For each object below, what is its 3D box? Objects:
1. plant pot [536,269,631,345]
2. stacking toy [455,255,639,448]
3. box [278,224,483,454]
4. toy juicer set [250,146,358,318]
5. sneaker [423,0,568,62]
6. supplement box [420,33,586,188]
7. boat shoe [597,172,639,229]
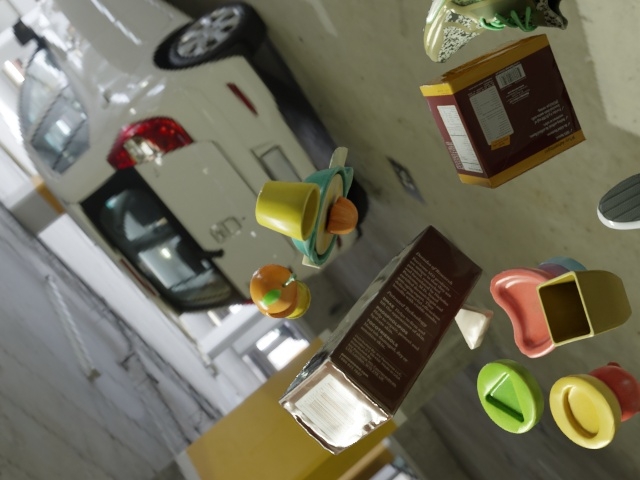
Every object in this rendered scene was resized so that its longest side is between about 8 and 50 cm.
[{"bbox_3d":[0.336,0.079,0.992,0.081,0.083,0.081,138,121,-65],"label":"plant pot"},{"bbox_3d":[0.389,0.186,1.360,0.279,0.130,0.308,-24,85,57],"label":"stacking toy"},{"bbox_3d":[0.111,0.159,1.352,0.143,0.381,0.191,43,137,2],"label":"box"},{"bbox_3d":[0.000,0.000,1.062,0.090,0.209,0.329,13,-163,13],"label":"toy juicer set"},{"bbox_3d":[0.341,-0.418,1.374,0.410,0.158,0.182,-41,73,44],"label":"sneaker"},{"bbox_3d":[0.310,-0.219,1.358,0.194,0.191,0.129,64,172,-14],"label":"supplement box"},{"bbox_3d":[0.506,-0.061,1.130,0.076,0.226,0.083,61,-170,-56],"label":"boat shoe"}]
